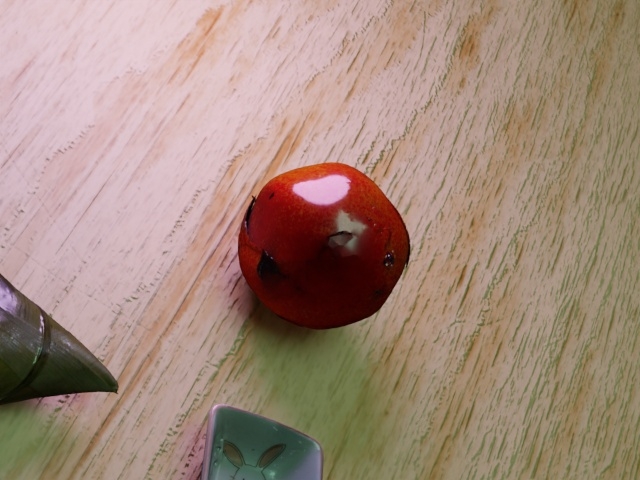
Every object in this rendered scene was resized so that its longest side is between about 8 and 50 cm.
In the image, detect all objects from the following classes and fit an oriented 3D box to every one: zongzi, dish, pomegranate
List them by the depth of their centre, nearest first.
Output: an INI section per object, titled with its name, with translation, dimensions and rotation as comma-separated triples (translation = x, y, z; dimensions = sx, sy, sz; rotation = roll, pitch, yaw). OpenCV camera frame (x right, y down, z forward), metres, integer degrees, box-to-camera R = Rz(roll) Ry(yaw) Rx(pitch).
[zongzi]
translation = -0.346, 0.149, 1.469
dimensions = 0.274, 0.125, 0.251
rotation = 42, 43, -18
[dish]
translation = -0.081, 0.309, 1.622
dimensions = 0.154, 0.064, 0.234
rotation = 25, 49, -26
[pomegranate]
translation = 0.000, 0.000, 1.798
dimensions = 0.210, 0.210, 0.235
rotation = 20, 20, -29
